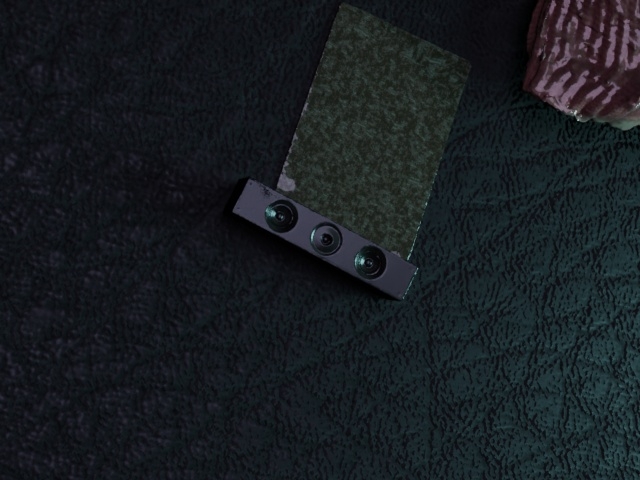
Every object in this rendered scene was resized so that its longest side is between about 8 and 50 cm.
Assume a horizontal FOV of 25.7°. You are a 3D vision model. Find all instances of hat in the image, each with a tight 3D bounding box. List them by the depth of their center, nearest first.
[{"bbox_3d":[0.341,-0.249,1.500,0.237,0.107,0.286,10,78,-9],"label":"hat"}]

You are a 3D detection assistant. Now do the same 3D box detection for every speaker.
[{"bbox_3d":[0.000,0.000,1.362,0.191,0.046,0.040,27,82,-14],"label":"speaker"}]

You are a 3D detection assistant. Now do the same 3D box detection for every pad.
[{"bbox_3d":[0.055,-0.110,1.425,0.158,0.003,0.234,23,74,-16],"label":"pad"}]
